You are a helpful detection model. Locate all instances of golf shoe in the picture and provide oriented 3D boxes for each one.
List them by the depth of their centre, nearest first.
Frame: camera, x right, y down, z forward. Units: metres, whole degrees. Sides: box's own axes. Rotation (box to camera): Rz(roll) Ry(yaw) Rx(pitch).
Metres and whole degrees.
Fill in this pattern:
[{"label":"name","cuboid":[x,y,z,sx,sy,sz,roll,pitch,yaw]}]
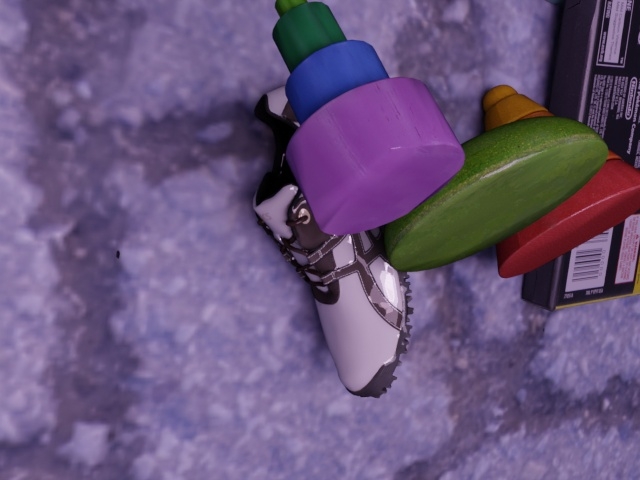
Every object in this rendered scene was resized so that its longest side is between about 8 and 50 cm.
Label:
[{"label":"golf shoe","cuboid":[0.000,0.000,0.501,0.094,0.077,0.198,-6,92,-31]}]

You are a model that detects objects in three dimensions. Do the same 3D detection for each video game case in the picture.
[{"label":"video game case","cuboid":[0.278,-0.088,0.689,0.248,0.035,0.274,-5,106,-34]}]

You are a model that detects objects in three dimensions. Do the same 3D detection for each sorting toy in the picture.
[{"label":"sorting toy","cuboid":[0.084,-0.063,0.479,0.365,0.127,0.126,6,54,-57]}]

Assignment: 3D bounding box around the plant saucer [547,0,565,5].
[{"label":"plant saucer","cuboid":[0.191,-0.237,0.620,0.119,0.021,0.119,-7,102,-34]}]
